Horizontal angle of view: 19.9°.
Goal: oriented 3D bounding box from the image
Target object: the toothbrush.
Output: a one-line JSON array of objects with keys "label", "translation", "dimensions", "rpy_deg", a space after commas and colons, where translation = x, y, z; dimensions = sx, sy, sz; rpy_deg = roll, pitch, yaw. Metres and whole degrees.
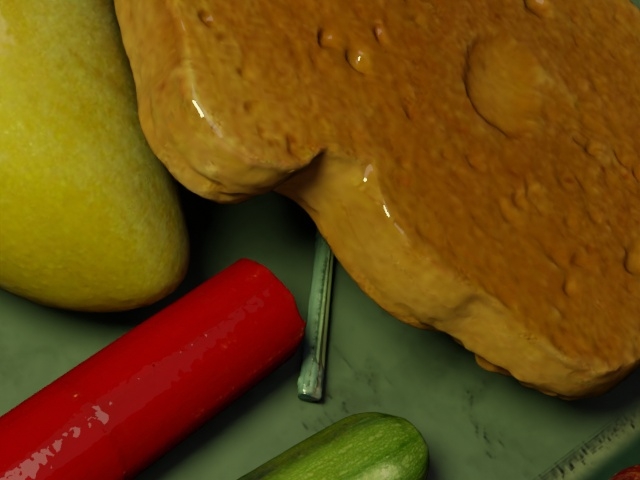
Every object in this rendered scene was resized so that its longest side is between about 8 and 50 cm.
[{"label": "toothbrush", "translation": [0.000, 0.000, 1.103], "dimensions": [0.019, 0.016, 0.219], "rpy_deg": [11, 56, -10]}]

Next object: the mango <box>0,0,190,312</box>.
[{"label": "mango", "translation": [-0.197, -0.125, 1.002], "dimensions": [0.199, 0.221, 0.384], "rpy_deg": [-30, 85, 6]}]

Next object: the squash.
[{"label": "squash", "translation": [-0.034, 0.156, 0.962], "dimensions": [0.229, 0.066, 0.066], "rpy_deg": [-28, 71, -31]}]

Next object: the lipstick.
[{"label": "lipstick", "translation": [-0.128, 0.106, 0.958], "dimensions": [0.280, 0.073, 0.073], "rpy_deg": [-34, 74, -30]}]

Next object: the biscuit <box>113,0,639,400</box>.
[{"label": "biscuit", "translation": [0.074, -0.093, 1.080], "dimensions": [0.455, 0.078, 0.349], "rpy_deg": [32, 49, -23]}]

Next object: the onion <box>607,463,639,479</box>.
[{"label": "onion", "translation": [0.184, 0.177, 1.010], "dimensions": [0.107, 0.097, 0.107], "rpy_deg": [20, 61, -40]}]
